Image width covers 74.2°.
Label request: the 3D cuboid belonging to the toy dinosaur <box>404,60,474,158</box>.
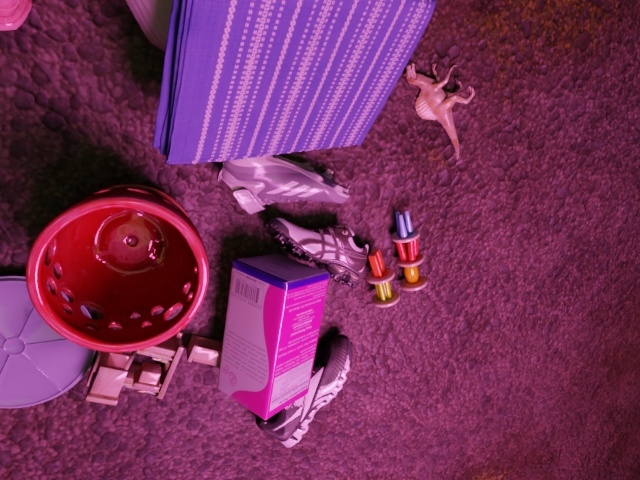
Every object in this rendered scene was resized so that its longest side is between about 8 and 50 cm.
[{"bbox_3d":[0.213,-0.239,0.733,0.092,0.053,0.183,-37,108,9],"label":"toy dinosaur"}]

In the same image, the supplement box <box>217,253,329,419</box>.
[{"bbox_3d":[-0.076,0.144,0.669,0.114,0.111,0.220,-7,111,-55],"label":"supplement box"}]

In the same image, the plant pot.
[{"bbox_3d":[-0.251,0.022,0.551,0.191,0.174,0.191,-6,107,-20],"label":"plant pot"}]

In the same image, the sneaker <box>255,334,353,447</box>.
[{"bbox_3d":[-0.034,0.262,0.759,0.106,0.078,0.234,33,94,-28],"label":"sneaker"}]

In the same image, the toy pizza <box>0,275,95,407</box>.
[{"bbox_3d":[-0.428,0.143,0.598,0.201,0.032,0.201,-5,106,-19],"label":"toy pizza"}]

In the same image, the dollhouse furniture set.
[{"bbox_3d":[-0.236,0.209,0.619,0.182,0.161,0.101,22,97,-24],"label":"dollhouse furniture set"}]

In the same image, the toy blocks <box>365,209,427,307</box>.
[{"bbox_3d":[0.131,0.030,0.761,0.123,0.054,0.148,-24,113,-24],"label":"toy blocks"}]

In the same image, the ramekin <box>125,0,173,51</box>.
[{"bbox_3d":[-0.130,-0.301,0.494,0.207,0.207,0.109,-24,121,-13],"label":"ramekin"}]

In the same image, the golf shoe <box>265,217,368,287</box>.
[{"bbox_3d":[0.000,0.000,0.706,0.198,0.077,0.094,34,80,-32],"label":"golf shoe"}]

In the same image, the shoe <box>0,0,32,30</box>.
[{"bbox_3d":[-0.363,-0.330,0.470,0.063,0.081,0.178,-5,78,-32],"label":"shoe"}]

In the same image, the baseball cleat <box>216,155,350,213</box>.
[{"bbox_3d":[-0.058,-0.082,0.665,0.206,0.072,0.109,22,110,-20],"label":"baseball cleat"}]

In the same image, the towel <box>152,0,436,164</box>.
[{"bbox_3d":[-0.029,-0.205,0.528,0.336,0.040,0.243,-15,151,-36],"label":"towel"}]
